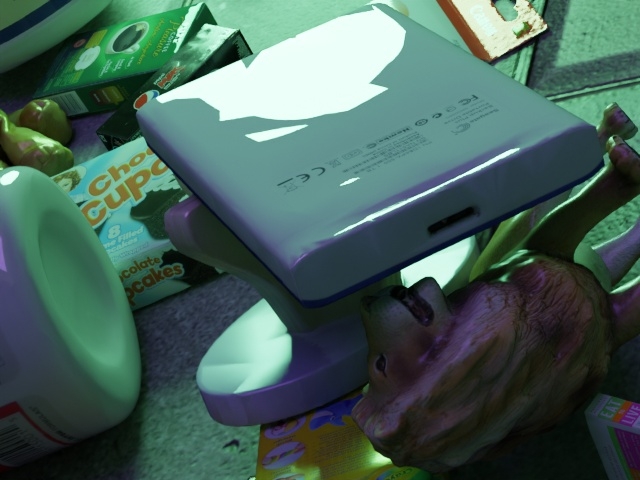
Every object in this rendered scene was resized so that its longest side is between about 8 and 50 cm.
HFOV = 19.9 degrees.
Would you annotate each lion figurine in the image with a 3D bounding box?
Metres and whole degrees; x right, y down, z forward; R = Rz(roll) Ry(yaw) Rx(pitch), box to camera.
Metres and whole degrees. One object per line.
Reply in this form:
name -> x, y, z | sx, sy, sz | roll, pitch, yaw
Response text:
lion figurine -> 0.153, 0.035, 1.258 | 0.240, 0.142, 0.392 | -45, -7, 14

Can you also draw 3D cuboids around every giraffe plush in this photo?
giraffe plush -> -0.368, -0.128, 1.852 | 0.181, 0.170, 0.210 | -35, 35, -5

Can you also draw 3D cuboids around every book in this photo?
book -> 0.237, 0.147, 1.118 | 0.144, 0.096, 0.035 | 14, 55, 46

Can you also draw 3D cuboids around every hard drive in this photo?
hard drive -> 0.020, -0.069, 1.226 | 0.210, 0.040, 0.319 | -25, 28, -12

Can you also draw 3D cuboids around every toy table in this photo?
toy table -> 0.000, 0.000, 1.359 | 0.252, 0.161, 0.274 | -6, 22, 34

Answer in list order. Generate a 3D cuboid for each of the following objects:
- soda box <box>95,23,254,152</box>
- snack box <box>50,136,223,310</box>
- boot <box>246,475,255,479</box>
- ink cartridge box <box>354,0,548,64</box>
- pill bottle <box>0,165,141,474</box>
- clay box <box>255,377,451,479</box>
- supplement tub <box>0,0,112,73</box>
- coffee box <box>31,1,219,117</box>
soda box -> -0.139, -0.139, 1.795 | 0.060, 0.053, 0.169 | 16, 56, 48
snack box -> -0.115, -0.040, 1.649 | 0.322, 0.060, 0.187 | -23, 35, 12
boot -> -0.012, 0.202, 1.294 | 0.114, 0.037, 0.106 | -5, 41, 26
ink cartridge box -> 0.104, -0.197, 1.694 | 0.179, 0.045, 0.145 | -31, 35, 5
pill bottle -> -0.373, 0.115, 1.501 | 0.408, 0.229, 0.229 | -23, 35, 11
clay box -> 0.023, 0.149, 1.261 | 0.127, 0.053, 0.222 | -18, 22, 8
supplement tub -> -0.385, -0.367, 1.997 | 0.235, 0.325, 0.235 | -28, 22, 13
coffee box -> -0.205, -0.186, 1.914 | 0.184, 0.040, 0.113 | -10, 38, 28
